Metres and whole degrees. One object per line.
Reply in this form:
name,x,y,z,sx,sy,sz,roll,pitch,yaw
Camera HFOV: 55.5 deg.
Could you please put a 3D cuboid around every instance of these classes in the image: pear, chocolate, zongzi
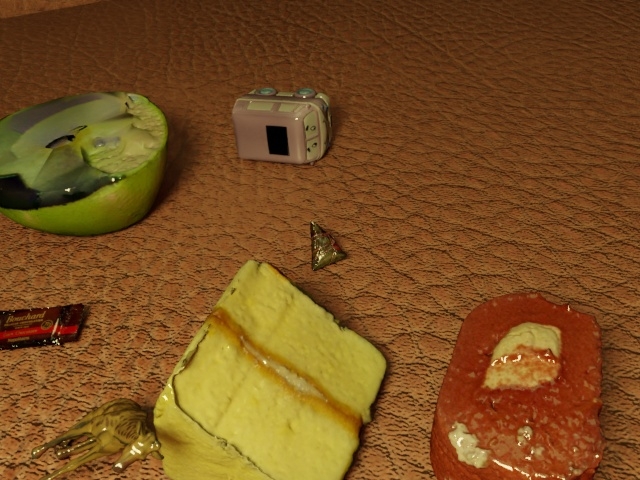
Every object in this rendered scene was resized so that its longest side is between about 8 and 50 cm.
pear,-0.474,-0.135,1.216,0.398,0.165,0.399,-3,39,2
chocolate,-0.472,0.144,0.980,0.182,0.028,0.086,-7,46,-1
zongzi,0.000,0.000,1.070,0.067,0.074,0.083,-25,38,4

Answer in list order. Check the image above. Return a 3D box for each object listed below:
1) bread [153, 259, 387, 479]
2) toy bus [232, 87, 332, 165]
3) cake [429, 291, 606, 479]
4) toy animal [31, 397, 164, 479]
bread,-0.046,0.179,0.769,0.235,0.199,0.263,16,44,14
toy bus,-0.082,-0.249,1.340,0.202,0.142,0.142,7,34,16
cake,0.234,0.194,0.738,0.176,0.151,0.283,12,46,14
toy animal,-0.253,0.235,0.723,0.275,0.054,0.149,-21,9,34
